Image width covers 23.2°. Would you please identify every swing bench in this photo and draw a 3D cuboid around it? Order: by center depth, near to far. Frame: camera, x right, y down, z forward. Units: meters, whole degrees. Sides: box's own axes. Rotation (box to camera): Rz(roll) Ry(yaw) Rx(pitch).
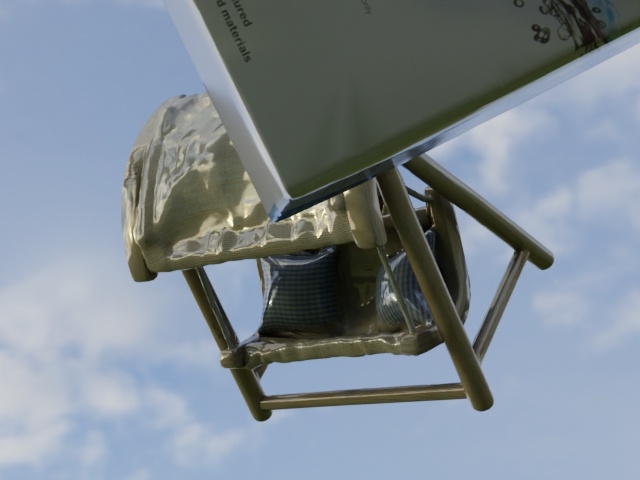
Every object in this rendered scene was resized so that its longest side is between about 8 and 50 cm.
[{"bbox_3d":[0.000,0.000,1.227,0.253,0.165,0.254,-10,-50,41],"label":"swing bench"}]

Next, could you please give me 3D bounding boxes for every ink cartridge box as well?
[{"bbox_3d":[0.057,-0.158,0.784,0.270,0.197,0.198,-26,0,-5],"label":"ink cartridge box"}]

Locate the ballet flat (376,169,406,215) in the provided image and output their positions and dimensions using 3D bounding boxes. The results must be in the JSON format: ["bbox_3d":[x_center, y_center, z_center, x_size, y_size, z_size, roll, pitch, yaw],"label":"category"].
[{"bbox_3d":[0.010,-0.093,1.377,0.073,0.067,0.206,-25,-66,32],"label":"ballet flat"}]
